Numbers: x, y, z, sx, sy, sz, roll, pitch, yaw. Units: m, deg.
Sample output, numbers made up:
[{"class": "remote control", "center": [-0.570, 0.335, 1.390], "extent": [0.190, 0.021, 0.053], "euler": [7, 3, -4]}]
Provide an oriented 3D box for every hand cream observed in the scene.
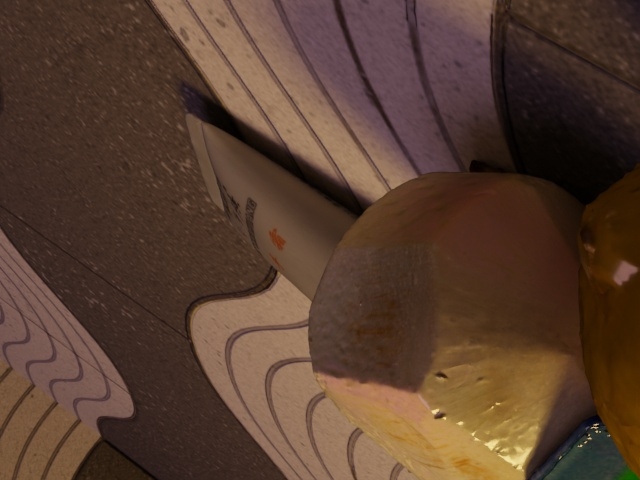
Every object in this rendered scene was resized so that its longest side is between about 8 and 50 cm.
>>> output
[{"class": "hand cream", "center": [0.000, 0.000, 1.153], "extent": [0.314, 0.089, 0.140], "euler": [38, 158, 30]}]

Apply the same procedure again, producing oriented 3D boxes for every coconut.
[{"class": "coconut", "center": [0.115, 0.065, 0.873], "extent": [0.237, 0.197, 0.237], "euler": [33, 153, 19]}]

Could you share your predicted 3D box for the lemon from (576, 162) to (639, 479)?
[{"class": "lemon", "center": [0.252, 0.057, 0.629], "extent": [0.263, 0.236, 0.236], "euler": [58, 155, -16]}]

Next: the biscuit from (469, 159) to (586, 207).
[{"class": "biscuit", "center": [0.194, 0.022, 0.947], "extent": [0.203, 0.016, 0.144], "euler": [28, 155, 30]}]

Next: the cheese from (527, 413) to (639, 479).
[{"class": "cheese", "center": [0.283, 0.155, 0.809], "extent": [0.320, 0.083, 0.204], "euler": [10, 139, -17]}]
